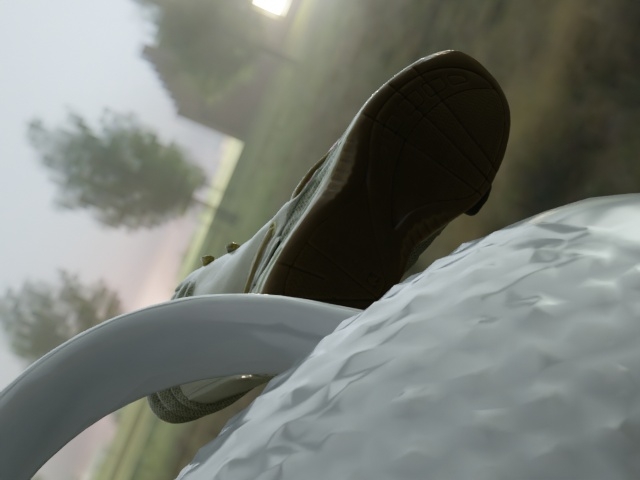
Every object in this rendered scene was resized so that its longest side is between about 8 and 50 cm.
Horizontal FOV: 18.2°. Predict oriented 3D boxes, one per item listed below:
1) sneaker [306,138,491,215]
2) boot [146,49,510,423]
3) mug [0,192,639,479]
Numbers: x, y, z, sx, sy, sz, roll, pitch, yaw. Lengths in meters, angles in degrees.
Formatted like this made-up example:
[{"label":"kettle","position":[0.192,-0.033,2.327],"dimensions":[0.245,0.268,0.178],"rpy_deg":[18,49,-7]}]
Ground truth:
[{"label":"sneaker","position":[0.057,-0.040,1.427],"dimensions":[0.170,0.075,0.063],"rpy_deg":[-6,44,52]},{"label":"boot","position":[0.000,0.000,1.037],"dimensions":[0.213,0.077,0.165],"rpy_deg":[-54,12,-32]},{"label":"mug","position":[0.026,0.137,0.671],"dimensions":[0.328,0.374,0.276],"rpy_deg":[-51,-32,-30]}]
